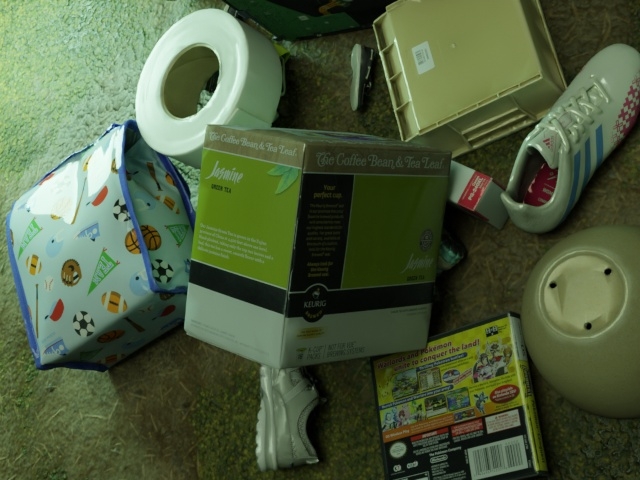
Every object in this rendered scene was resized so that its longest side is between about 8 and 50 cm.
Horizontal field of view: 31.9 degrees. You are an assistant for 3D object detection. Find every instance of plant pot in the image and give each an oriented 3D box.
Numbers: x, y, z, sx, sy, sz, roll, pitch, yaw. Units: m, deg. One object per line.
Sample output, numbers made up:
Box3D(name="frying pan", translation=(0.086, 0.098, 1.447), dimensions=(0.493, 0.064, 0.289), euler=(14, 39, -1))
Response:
Box3D(name="plant pot", translation=(0.398, 0.097, 1.575), dimensions=(0.284, 0.191, 0.284), euler=(-11, 69, 30))

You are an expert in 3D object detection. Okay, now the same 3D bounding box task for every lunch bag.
Box3D(name="lunch bag", translation=(-0.399, 0.007, 2.090), dimensions=(0.328, 0.239, 0.385), euler=(-33, 67, 22))

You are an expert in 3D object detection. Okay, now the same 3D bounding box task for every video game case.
Box3D(name="video game case", translation=(0.204, 0.264, 1.716), dimensions=(0.275, 0.035, 0.248), euler=(-23, 63, 35))

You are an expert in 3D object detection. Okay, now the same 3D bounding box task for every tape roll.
Box3D(name="tape roll", translation=(-0.206, -0.274, 2.048), dimensions=(0.286, 0.100, 0.286), euler=(-14, 67, 35))

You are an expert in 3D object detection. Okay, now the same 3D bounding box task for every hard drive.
Box3D(name="hard drive", translation=(0.006, -0.445, 1.977), dimensions=(0.339, 0.237, 0.064), euler=(-5, 71, 32))

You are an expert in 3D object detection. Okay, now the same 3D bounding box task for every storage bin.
Box3D(name="storage bin", translation=(0.244, -0.299, 1.847), dimensions=(0.260, 0.123, 0.262), euler=(-24, 63, 25))

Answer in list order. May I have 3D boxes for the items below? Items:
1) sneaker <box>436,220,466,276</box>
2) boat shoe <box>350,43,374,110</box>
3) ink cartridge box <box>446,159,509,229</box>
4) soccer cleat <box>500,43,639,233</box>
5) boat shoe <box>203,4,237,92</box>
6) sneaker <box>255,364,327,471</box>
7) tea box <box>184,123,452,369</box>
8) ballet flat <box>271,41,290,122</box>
Box3D(name="sneaker", translation=(0.111, -0.039, 1.855), dimensions=(0.122, 0.110, 0.283), euler=(-46, 56, 16))
Box3D(name="boat shoe", translation=(0.076, -0.290, 2.002), dimensions=(0.046, 0.038, 0.125), euler=(134, 141, -67))
Box3D(name="ink cartridge box", translation=(0.223, -0.085, 1.795), dimensions=(0.150, 0.109, 0.063), euler=(29, 92, 36))
Box3D(name="soccer cleat", translation=(0.385, -0.162, 1.697), dimensions=(0.116, 0.143, 0.331), euler=(28, 90, 36))
Box3D(name="boat shoe", translation=(-0.182, -0.381, 2.197), dimensions=(0.065, 0.075, 0.206), euler=(18, 75, -8))
Box3D(name="sneaker", translation=(-0.047, 0.253, 1.885), dimensions=(0.115, 0.105, 0.281), euler=(3, 68, -2))
Box3D(name="tea box", translation=(0.000, 0.000, 1.684), dimensions=(0.220, 0.329, 0.323), euler=(16, 102, 43))
Box3D(name="ballet flat", translation=(-0.109, -0.264, 2.096), dimensions=(0.077, 0.077, 0.230), euler=(13, 79, 8))
